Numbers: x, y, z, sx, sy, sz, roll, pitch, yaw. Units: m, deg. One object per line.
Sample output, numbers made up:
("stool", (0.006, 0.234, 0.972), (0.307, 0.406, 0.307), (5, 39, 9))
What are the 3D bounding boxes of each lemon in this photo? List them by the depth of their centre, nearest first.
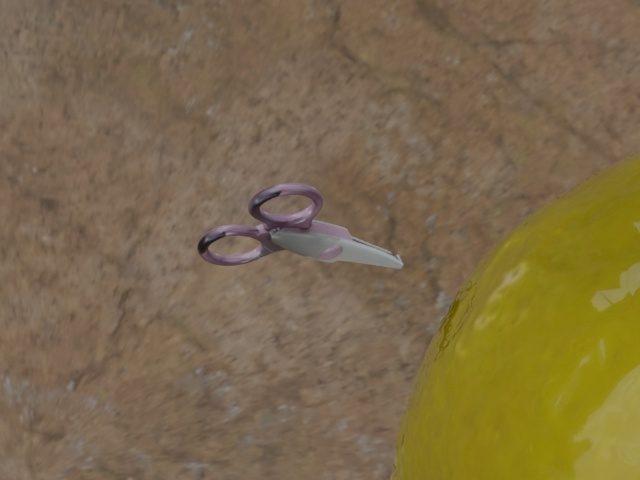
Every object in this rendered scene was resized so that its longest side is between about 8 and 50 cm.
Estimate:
("lemon", (0.186, 0.118, 0.562), (0.348, 0.348, 0.348), (2, 79, -12))

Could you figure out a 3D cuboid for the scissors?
("scissors", (0.000, 0.000, 0.876), (0.176, 0.085, 0.022), (14, 46, -51))
